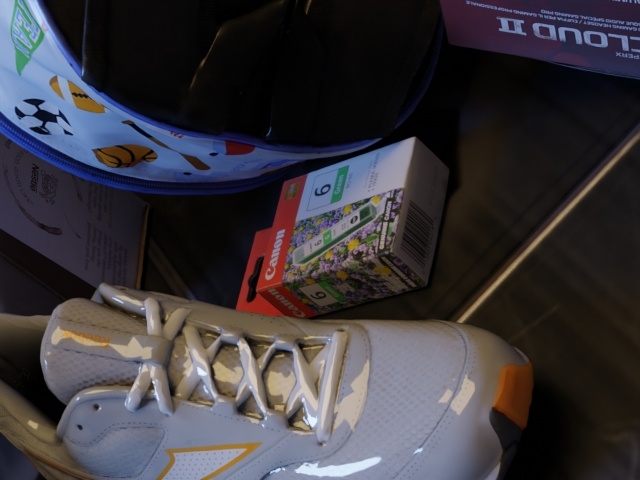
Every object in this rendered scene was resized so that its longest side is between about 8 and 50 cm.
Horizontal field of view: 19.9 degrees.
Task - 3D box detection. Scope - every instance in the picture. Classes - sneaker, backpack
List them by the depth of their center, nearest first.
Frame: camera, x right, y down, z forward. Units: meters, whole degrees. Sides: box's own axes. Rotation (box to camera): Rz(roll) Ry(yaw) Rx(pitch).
[{"bbox_3d":[-0.042,0.064,0.709,0.262,0.121,0.099,-11,50,41],"label":"sneaker"},{"bbox_3d":[-0.063,-0.153,0.817,0.213,0.277,0.263,-32,55,57],"label":"backpack"}]

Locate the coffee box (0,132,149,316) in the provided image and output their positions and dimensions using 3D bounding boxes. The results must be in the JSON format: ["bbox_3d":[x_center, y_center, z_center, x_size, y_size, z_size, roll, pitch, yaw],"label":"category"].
[{"bbox_3d":[-0.217,-0.021,0.869,0.141,0.246,0.098,-28,41,29],"label":"coffee box"}]

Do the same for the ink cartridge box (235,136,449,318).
[{"bbox_3d":[0.000,0.000,0.805,0.115,0.029,0.063,-17,46,37],"label":"ink cartridge box"}]

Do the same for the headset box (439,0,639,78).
[{"bbox_3d":[0.113,-0.217,0.695,0.110,0.293,0.218,12,64,19],"label":"headset box"}]
